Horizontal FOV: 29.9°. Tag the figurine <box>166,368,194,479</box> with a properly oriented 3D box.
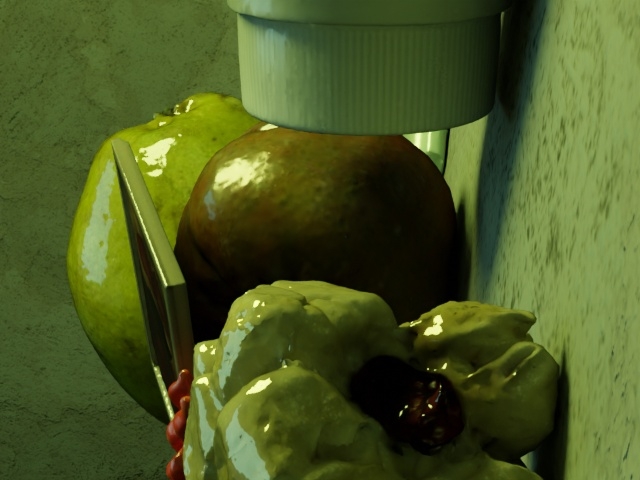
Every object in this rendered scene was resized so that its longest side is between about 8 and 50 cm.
[{"bbox_3d":[0.005,0.214,0.896,0.306,0.241,0.412,71,161,0],"label":"figurine"}]

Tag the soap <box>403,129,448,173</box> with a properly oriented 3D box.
[{"bbox_3d":[0.105,-0.167,1.453,0.173,0.095,0.289,92,-175,-77],"label":"soap"}]

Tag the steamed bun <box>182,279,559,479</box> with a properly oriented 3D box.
[{"bbox_3d":[0.024,0.099,0.563,0.106,0.178,0.192,102,172,-52],"label":"steamed bun"}]

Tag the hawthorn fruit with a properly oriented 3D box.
[{"bbox_3d":[0.000,0.000,1.140,0.301,0.268,0.267,-54,-25,-55],"label":"hawthorn fruit"}]

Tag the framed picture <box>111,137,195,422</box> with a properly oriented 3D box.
[{"bbox_3d":[-0.139,0.081,1.082,0.211,0.020,0.289,-118,19,-47],"label":"framed picture"}]

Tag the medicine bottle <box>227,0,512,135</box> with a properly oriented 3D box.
[{"bbox_3d":[0.036,-0.249,0.896,0.245,0.245,0.306,-81,-8,-71],"label":"medicine bottle"}]

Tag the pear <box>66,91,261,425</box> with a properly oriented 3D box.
[{"bbox_3d":[-0.112,0.039,1.404,0.352,0.352,0.413,-82,-22,-63],"label":"pear"}]
